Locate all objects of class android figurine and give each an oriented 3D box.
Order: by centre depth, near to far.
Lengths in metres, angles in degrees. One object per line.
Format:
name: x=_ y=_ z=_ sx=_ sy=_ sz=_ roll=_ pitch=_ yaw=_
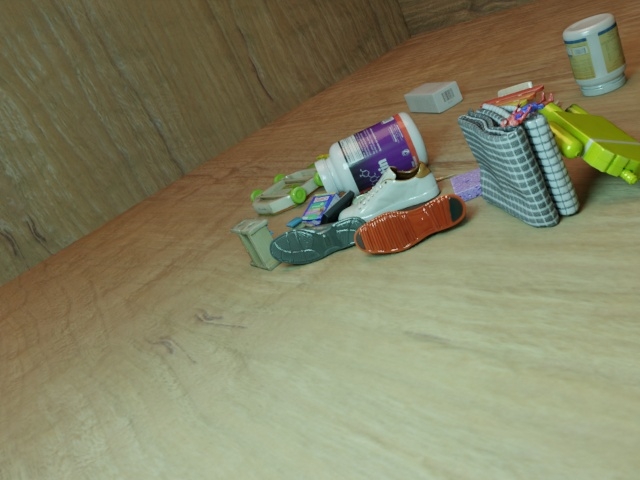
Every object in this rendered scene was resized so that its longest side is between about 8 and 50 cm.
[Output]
android figurine: x=0.582 y=-0.203 z=1.298 sx=0.248 sy=0.056 sz=0.273 roll=-3 pitch=42 yaw=-31

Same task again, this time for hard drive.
hard drive: x=0.043 y=-0.074 z=1.756 sx=0.022 sy=0.094 sz=0.135 roll=34 pitch=50 yaw=15

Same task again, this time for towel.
towel: x=0.413 y=-0.170 z=1.344 sx=0.121 sy=0.235 sz=0.284 roll=-32 pitch=21 yaw=1

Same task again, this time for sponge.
sponge: x=0.439 y=-0.163 z=1.574 sx=0.210 sy=0.031 sz=0.117 roll=-21 pitch=22 yaw=15

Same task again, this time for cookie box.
cookie box: x=0.002 y=-0.091 z=1.859 sx=0.091 sy=0.040 sz=0.107 roll=-3 pitch=47 yaw=45

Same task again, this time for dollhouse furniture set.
dollhouse furniture set: x=-0.132 y=-0.024 z=1.768 sx=0.183 sy=0.129 sz=0.129 roll=-37 pitch=23 yaw=-25

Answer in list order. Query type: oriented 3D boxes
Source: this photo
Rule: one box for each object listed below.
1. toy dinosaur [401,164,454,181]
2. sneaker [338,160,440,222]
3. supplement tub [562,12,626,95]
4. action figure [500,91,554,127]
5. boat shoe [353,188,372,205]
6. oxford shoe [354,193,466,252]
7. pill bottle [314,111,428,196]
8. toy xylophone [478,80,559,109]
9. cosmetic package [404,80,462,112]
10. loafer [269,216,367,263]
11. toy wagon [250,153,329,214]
toy dinosaur: x=0.284 y=-0.170 z=1.768 sx=0.183 sy=0.053 sz=0.093 roll=-12 pitch=40 yaw=3
sneaker: x=0.168 y=-0.134 z=1.696 sx=0.290 sy=0.123 sz=0.106 roll=-23 pitch=23 yaw=13
supplement tub: x=0.800 y=-0.538 z=1.806 sx=0.144 sy=0.200 sz=0.144 roll=-22 pitch=21 yaw=9
action figure: x=0.394 y=-0.250 z=1.197 sx=0.115 sy=0.030 sz=0.038 roll=-35 pitch=32 yaw=-9
boat shoe: x=0.156 y=-0.126 z=1.791 sx=0.133 sy=0.049 sz=0.042 roll=-19 pitch=25 yaw=-1
oxford shoe: x=0.214 y=-0.036 z=1.483 sx=0.271 sy=0.097 sz=0.098 roll=-17 pitch=2 yaw=11
pill bottle: x=0.153 y=-0.249 z=1.899 sx=0.322 sy=0.182 sz=0.181 roll=-25 pitch=21 yaw=6
toy xylophone: x=0.576 y=-0.385 z=1.854 sx=0.236 sy=0.081 sz=0.323 roll=-14 pitch=21 yaw=33
cosmetic package: x=0.441 y=-0.564 z=2.452 sx=0.117 sy=0.085 sz=0.231 roll=-30 pitch=19 yaw=-12
loafer: x=0.000 y=0.000 z=1.646 sx=0.267 sy=0.096 sz=0.084 roll=-14 pitch=3 yaw=12
toy wagon: x=-0.083 y=-0.202 z=2.224 sx=0.344 sy=0.068 sz=0.267 roll=-38 pitch=24 yaw=-31
